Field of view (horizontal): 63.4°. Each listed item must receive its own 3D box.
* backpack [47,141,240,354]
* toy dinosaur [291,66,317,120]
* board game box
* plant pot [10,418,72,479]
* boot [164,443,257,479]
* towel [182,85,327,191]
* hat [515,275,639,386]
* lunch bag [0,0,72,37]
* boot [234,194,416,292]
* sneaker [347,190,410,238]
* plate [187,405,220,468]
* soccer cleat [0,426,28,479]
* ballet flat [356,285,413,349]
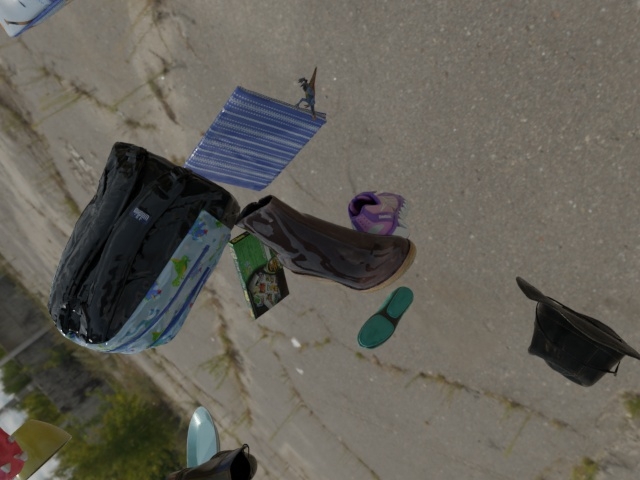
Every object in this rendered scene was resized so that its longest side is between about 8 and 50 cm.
[{"bbox_3d":[-0.340,0.041,0.974,0.290,0.355,0.273,23,160,20],"label":"backpack"},{"bbox_3d":[-0.017,-0.291,1.062,0.082,0.090,0.047,51,180,-44],"label":"toy dinosaur"},{"bbox_3d":[-0.163,0.081,1.421,0.030,0.136,0.259,25,137,42],"label":"board game box"},{"bbox_3d":[-0.649,0.462,1.167,0.095,0.134,0.134,45,152,-1],"label":"plant pot"},{"bbox_3d":[-0.129,0.360,0.795,0.219,0.106,0.082,21,-132,-65],"label":"boot"},{"bbox_3d":[-0.170,-0.235,1.269,0.336,0.243,0.040,-38,52,45],"label":"towel"},{"bbox_3d":[0.509,0.212,1.062,0.331,0.133,0.331,28,-170,-6],"label":"hat"},{"bbox_3d":[-0.305,-0.389,0.648,0.243,0.303,0.115,-8,135,34],"label":"lunch bag"},{"bbox_3d":[0.000,0.000,0.806,0.207,0.090,0.248,36,150,-28],"label":"boot"},{"bbox_3d":[0.101,-0.053,0.961,0.105,0.236,0.095,39,110,-9],"label":"sneaker"},{"bbox_3d":[-0.252,0.460,1.134,0.188,0.024,0.188,-21,66,56],"label":"plate"},{"bbox_3d":[-0.582,0.298,0.853,0.248,0.095,0.083,55,-168,3],"label":"soccer cleat"},{"bbox_3d":[0.192,0.240,1.543,0.083,0.247,0.087,39,153,11],"label":"ballet flat"}]
